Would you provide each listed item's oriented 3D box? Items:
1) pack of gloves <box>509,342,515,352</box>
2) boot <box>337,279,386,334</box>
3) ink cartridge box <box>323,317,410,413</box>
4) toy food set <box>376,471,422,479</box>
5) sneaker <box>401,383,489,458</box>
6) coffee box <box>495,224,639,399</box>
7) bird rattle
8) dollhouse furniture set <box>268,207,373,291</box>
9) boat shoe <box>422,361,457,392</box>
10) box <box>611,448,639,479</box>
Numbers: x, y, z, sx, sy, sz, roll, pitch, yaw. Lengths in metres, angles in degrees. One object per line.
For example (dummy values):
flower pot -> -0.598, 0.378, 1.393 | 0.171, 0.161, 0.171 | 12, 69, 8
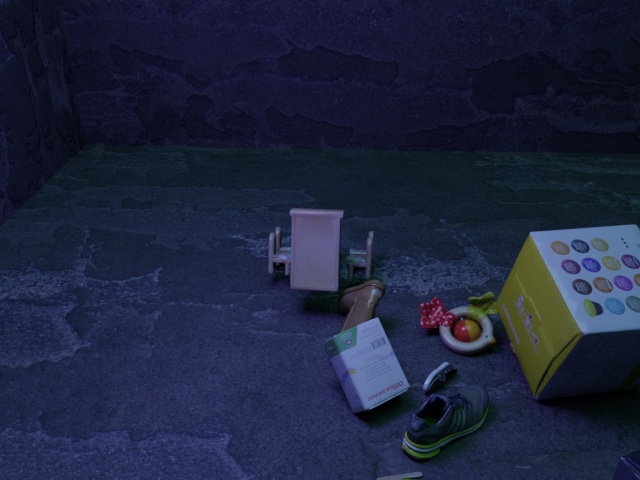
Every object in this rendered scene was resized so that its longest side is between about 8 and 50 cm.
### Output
pack of gloves -> 0.700, 0.374, 1.794 | 0.232, 0.046, 0.195 | -7, 45, -14
boot -> 0.087, 0.264, 1.887 | 0.089, 0.236, 0.270 | 33, 53, -10
ink cartridge box -> 0.125, 0.342, 1.663 | 0.154, 0.093, 0.213 | -19, 75, -28
toy food set -> 0.208, 0.596, 1.376 | 0.132, 0.039, 0.192 | -6, 30, -11
sneaker -> 0.334, 0.443, 1.567 | 0.299, 0.121, 0.111 | -24, 37, -36
coffee box -> 0.734, 0.199, 1.688 | 0.334, 0.338, 0.338 | -4, 49, -10
bird rattle -> 0.442, 0.259, 1.904 | 0.253, 0.143, 0.207 | -6, 46, -6
dollhouse furniture set -> 0.000, 0.000, 2.110 | 0.361, 0.257, 0.394 | 3, 11, 5
boat shoe -> 0.342, 0.392, 1.734 | 0.040, 0.049, 0.142 | 23, 34, 33
box -> 0.798, 0.544, 1.348 | 0.270, 0.165, 0.143 | -11, 32, -19
